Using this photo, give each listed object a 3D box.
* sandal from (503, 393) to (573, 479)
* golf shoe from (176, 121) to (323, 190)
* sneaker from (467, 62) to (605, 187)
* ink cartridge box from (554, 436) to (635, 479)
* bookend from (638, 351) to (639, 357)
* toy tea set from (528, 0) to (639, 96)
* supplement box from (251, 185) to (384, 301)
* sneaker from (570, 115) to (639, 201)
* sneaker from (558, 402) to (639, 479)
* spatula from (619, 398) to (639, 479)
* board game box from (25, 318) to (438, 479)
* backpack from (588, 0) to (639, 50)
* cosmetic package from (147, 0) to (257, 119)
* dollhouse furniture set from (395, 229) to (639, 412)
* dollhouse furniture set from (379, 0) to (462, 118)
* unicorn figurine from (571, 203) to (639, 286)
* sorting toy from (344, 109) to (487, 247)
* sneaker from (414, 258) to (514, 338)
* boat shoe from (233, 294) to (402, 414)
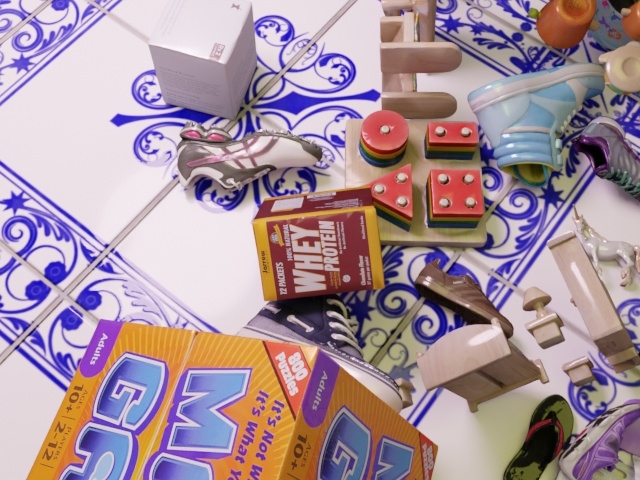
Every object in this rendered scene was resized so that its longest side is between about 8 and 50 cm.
[{"bbox_3d":[0.354,0.326,1.207,0.067,0.040,0.179,32,69,13],"label":"sandal"},{"bbox_3d":[-0.131,-0.144,1.395,0.272,0.105,0.120,4,81,7],"label":"golf shoe"},{"bbox_3d":[0.432,-0.213,1.426,0.319,0.127,0.208,-16,88,-25],"label":"sneaker"},{"bbox_3d":[0.425,0.418,1.177,0.145,0.045,0.179,27,50,12],"label":"ink cartridge box"},{"bbox_3d":[0.641,0.219,1.244,0.156,0.072,0.157,-19,68,-10],"label":"bookend"},{"bbox_3d":[0.548,-0.364,1.387,0.200,0.124,0.336,-37,84,-5],"label":"toy tea set"},{"bbox_3d":[0.000,0.000,1.235,0.191,0.194,0.129,-7,104,3],"label":"supplement box"},{"bbox_3d":[0.547,-0.117,1.375,0.098,0.083,0.224,-35,79,-27],"label":"sneaker"},{"bbox_3d":[0.451,0.323,1.198,0.170,0.068,0.071,-37,79,-17],"label":"sneaker"},{"bbox_3d":[0.493,0.379,1.172,0.084,0.030,0.296,20,50,8],"label":"spatula"},{"bbox_3d":[-0.115,0.345,0.949,0.356,0.356,0.356,1,61,34],"label":"board game box"},{"bbox_3d":[0.631,-0.490,1.502,0.225,0.191,0.253,-19,60,-4],"label":"backpack"},{"bbox_3d":[-0.216,-0.352,1.428,0.151,0.184,0.151,15,66,6],"label":"cosmetic package"},{"bbox_3d":[0.291,0.155,1.217,0.355,0.303,0.174,-27,56,19],"label":"dollhouse furniture set"},{"bbox_3d":[0.237,-0.479,1.372,0.256,0.394,0.362,1,62,6],"label":"dollhouse furniture set"},{"bbox_3d":[0.502,0.018,1.347,0.162,0.060,0.111,17,65,-11],"label":"unicorn figurine"},{"bbox_3d":[0.173,-0.124,1.383,0.255,0.089,0.257,1,66,0],"label":"sorting toy"},{"bbox_3d":[0.256,0.095,1.297,0.188,0.066,0.071,31,68,12],"label":"sneaker"},{"bbox_3d":[0.017,0.154,1.167,0.340,0.127,0.158,15,57,43],"label":"boat shoe"}]
